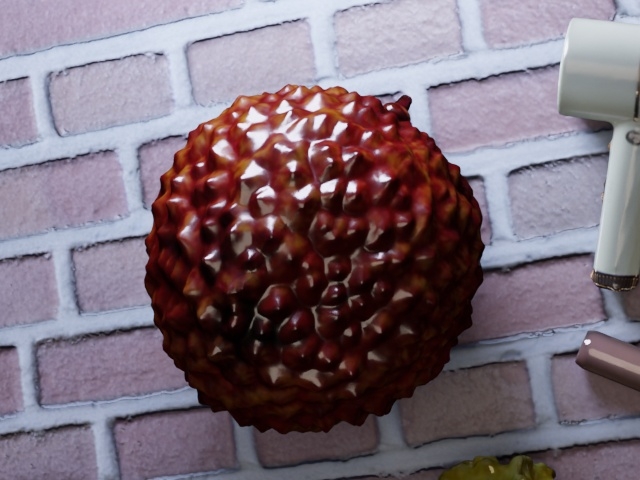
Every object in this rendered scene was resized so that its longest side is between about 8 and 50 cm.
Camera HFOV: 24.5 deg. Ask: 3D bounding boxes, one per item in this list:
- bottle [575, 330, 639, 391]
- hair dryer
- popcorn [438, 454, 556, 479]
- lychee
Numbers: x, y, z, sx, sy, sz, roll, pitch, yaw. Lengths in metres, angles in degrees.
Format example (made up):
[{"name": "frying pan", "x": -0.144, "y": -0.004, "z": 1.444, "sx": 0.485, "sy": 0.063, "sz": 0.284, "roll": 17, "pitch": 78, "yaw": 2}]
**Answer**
[{"name": "bottle", "x": 0.400, "y": 0.162, "z": 1.886, "sx": 0.140, "sy": 0.053, "sz": 0.053, "roll": 22, "pitch": 95, "yaw": 14}, {"name": "hair dryer", "x": 0.391, "y": -0.092, "z": 1.868, "sx": 0.203, "sy": 0.128, "sz": 0.361, "roll": 9, "pitch": 100, "yaw": 14}, {"name": "popcorn", "x": 0.231, "y": 0.376, "z": 1.867, "sx": 0.189, "sy": 0.169, "sz": 0.218, "roll": -35, "pitch": 88, "yaw": 13}, {"name": "lychee", "x": 0.000, "y": 0.000, "z": 1.819, "sx": 0.425, "sy": 0.424, "sz": 0.500, "roll": 18, "pitch": 65, "yaw": 14}]
